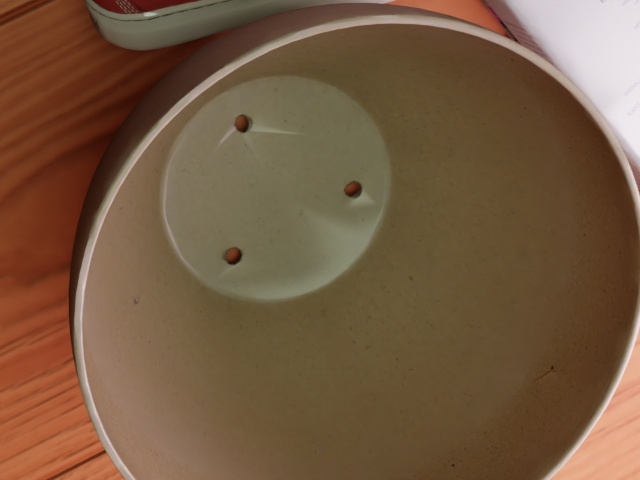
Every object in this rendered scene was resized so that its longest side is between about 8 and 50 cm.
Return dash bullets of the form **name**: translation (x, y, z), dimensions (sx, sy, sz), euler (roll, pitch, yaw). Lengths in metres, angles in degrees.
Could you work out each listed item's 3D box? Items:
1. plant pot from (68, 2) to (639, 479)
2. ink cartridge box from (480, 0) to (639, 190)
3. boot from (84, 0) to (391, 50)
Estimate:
- **plant pot**: translation (0.000, 0.000, 0.971), dimensions (0.284, 0.191, 0.284), euler (-6, 111, -14)
- **ink cartridge box**: translation (0.299, -0.146, 1.084), dimensions (0.324, 0.071, 0.330), euler (-43, 117, -1)
- **boot**: translation (-0.011, -0.201, 0.928), dimensions (0.244, 0.088, 0.176), euler (-17, 140, -9)
